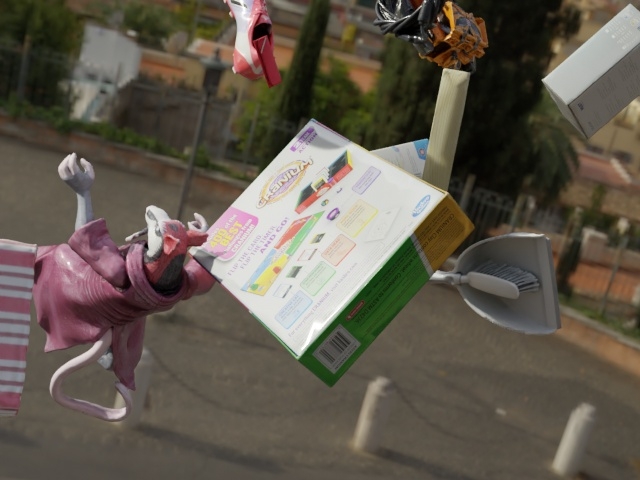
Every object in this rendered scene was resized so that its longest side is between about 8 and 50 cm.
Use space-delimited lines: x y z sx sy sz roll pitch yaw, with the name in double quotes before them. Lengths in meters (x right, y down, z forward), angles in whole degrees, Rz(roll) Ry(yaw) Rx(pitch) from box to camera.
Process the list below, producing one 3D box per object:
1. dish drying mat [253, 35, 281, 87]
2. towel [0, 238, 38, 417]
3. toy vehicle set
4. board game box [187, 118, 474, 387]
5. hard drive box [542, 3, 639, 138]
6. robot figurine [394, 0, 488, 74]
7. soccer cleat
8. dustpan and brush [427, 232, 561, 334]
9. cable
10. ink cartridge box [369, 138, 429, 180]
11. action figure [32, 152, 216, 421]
"dish drying mat" -0.088 -0.301 1.875 0.008 0.083 0.032 -1 25 46
"towel" -0.393 0.092 1.221 0.144 0.197 0.029 7 -13 -16
"toy vehicle set" 0.170 -0.130 1.542 0.035 0.166 0.267 11 -1 6
"board game box" 0.000 0.000 1.314 0.064 0.242 0.316 46 -5 -35
"hard drive box" 0.592 -0.343 2.286 0.089 0.232 0.181 53 8 31
"robot figurine" 0.175 -0.395 1.743 0.211 0.085 0.291 9 59 -52
"soccer cleat" -0.124 -0.417 2.070 0.083 0.248 0.095 14 -28 -37
"dustpan and brush" 0.210 0.051 1.484 0.060 0.147 0.211 -31 29 -36
"cable" 0.124 -0.357 1.555 0.047 0.150 0.184 6 17 -23
"ink cartridge box" 0.123 -0.102 1.770 0.122 0.088 0.052 -13 -15 -17
"action figure" -0.272 0.064 1.464 0.248 0.276 0.370 19 -25 -28
